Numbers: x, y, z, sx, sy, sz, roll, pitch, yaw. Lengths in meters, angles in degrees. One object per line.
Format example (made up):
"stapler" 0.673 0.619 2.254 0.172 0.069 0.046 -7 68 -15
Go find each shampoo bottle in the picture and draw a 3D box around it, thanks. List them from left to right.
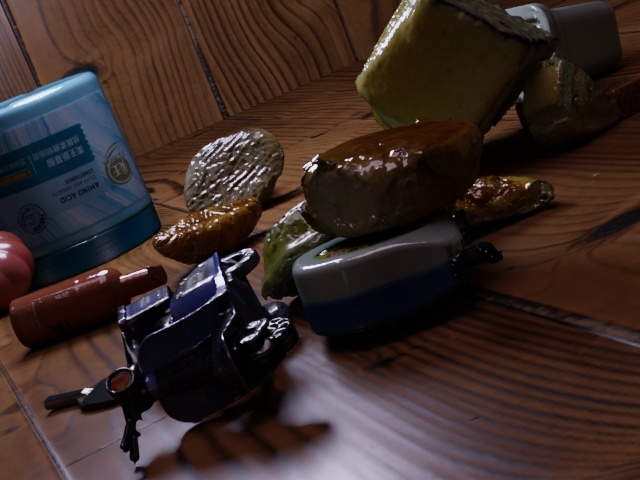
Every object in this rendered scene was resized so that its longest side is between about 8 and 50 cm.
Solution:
"shampoo bottle" -0.532 -0.123 2.451 0.331 0.343 0.331 -20 12 5
"shampoo bottle" -0.351 0.089 1.885 0.244 0.085 0.085 -20 13 9

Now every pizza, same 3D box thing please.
"pizza" 0.159 -0.046 1.623 0.292 0.058 0.197 -6 11 36

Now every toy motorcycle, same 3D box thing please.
"toy motorcycle" -0.135 0.116 1.375 0.212 0.125 0.358 -29 13 -2

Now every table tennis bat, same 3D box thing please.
"table tennis bat" -0.270 0.185 1.525 0.158 0.014 0.095 -15 16 20

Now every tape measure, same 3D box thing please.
"tape measure" 0.080 0.042 1.333 0.215 0.098 0.351 -20 6 2

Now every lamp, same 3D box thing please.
"lamp" -0.613 0.066 2.276 0.182 0.140 0.182 -11 44 11

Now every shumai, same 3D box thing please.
"shumai" -0.154 -0.117 2.329 0.209 0.161 0.153 -43 -11 4

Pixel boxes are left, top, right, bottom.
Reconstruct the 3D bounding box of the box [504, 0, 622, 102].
"box" 0.415 -0.364 2.339 0.182 0.175 0.312 -18 10 -24

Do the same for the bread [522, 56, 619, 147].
"bread" 0.368 -0.186 1.850 0.103 0.156 0.110 -13 47 49

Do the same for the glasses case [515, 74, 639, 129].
"glasses case" 0.417 -0.218 1.981 0.075 0.049 0.218 -28 15 -31

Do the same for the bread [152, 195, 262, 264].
"bread" -0.184 -0.008 2.026 0.105 0.076 0.233 8 23 41

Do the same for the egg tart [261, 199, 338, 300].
"egg tart" 0.000 0.000 1.579 0.197 0.078 0.197 -29 -15 -8

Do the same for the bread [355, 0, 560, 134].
"bread" 0.196 -0.261 1.949 0.264 0.239 0.395 -58 -9 19

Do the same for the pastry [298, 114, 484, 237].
"pastry" 0.080 -0.072 1.419 0.229 0.100 0.218 -11 14 17
